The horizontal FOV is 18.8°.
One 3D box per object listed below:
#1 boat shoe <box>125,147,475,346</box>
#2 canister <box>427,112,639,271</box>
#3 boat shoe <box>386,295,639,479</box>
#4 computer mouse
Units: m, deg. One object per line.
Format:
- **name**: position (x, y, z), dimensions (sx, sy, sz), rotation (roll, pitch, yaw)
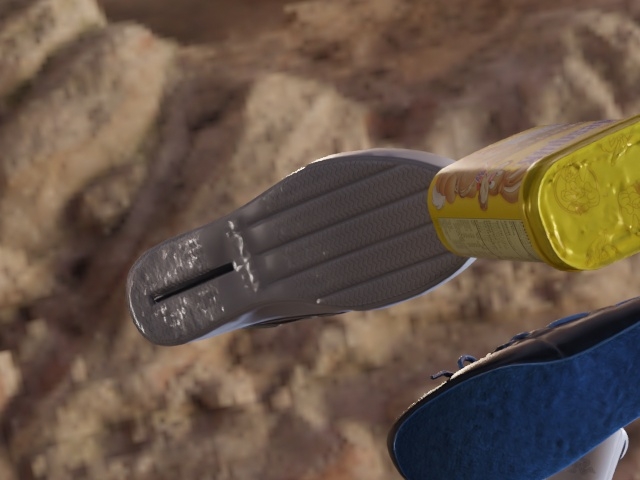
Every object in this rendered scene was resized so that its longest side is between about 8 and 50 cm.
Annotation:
- **boat shoe**: position (0.000, 0.000, 1.509), dimensions (0.335, 0.121, 0.119), rotation (-14, -179, 34)
- **canister**: position (0.153, -0.031, 1.218), dimensions (0.126, 0.073, 0.170), rotation (-25, -171, -19)
- **boat shoe**: position (0.166, 0.112, 1.381), dimensions (0.258, 0.109, 0.089), rotation (-17, -168, -12)
- **computer mouse**: position (0.188, 0.200, 1.544), dimensions (0.106, 0.193, 0.042), rotation (18, -128, 2)
